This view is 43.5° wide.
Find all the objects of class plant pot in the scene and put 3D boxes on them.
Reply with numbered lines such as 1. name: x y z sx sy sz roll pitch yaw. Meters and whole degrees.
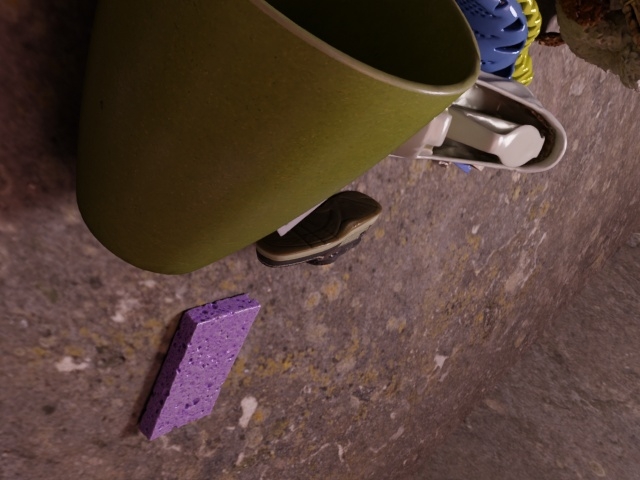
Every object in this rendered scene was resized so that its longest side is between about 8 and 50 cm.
1. plant pot: -0.074 -0.110 0.636 0.274 0.275 0.293 -14 152 -50

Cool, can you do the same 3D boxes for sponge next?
1. sponge: -0.164 0.169 1.081 0.117 0.031 0.210 -12 136 -51

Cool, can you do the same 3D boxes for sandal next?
1. sandal: 0.187 -0.235 0.992 0.138 0.126 0.317 -44 155 -1

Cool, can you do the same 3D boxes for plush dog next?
1. plush dog: 0.394 -0.361 1.133 0.225 0.210 0.262 49 54 -50

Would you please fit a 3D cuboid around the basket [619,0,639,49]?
1. basket: 0.537 -0.357 1.003 0.299 0.214 0.223 -27 -171 -39

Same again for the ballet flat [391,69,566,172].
1. ballet flat: 0.127 -0.138 0.869 0.400 0.139 0.139 3 125 -38

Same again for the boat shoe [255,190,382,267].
1. boat shoe: 0.000 -0.001 1.057 0.223 0.080 0.073 -27 141 -46

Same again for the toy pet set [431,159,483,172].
1. toy pet set: 0.210 -0.163 1.220 0.114 0.065 0.122 32 96 -28

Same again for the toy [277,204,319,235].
1. toy: 0.008 -0.128 0.921 0.237 0.056 0.137 -44 143 -11
